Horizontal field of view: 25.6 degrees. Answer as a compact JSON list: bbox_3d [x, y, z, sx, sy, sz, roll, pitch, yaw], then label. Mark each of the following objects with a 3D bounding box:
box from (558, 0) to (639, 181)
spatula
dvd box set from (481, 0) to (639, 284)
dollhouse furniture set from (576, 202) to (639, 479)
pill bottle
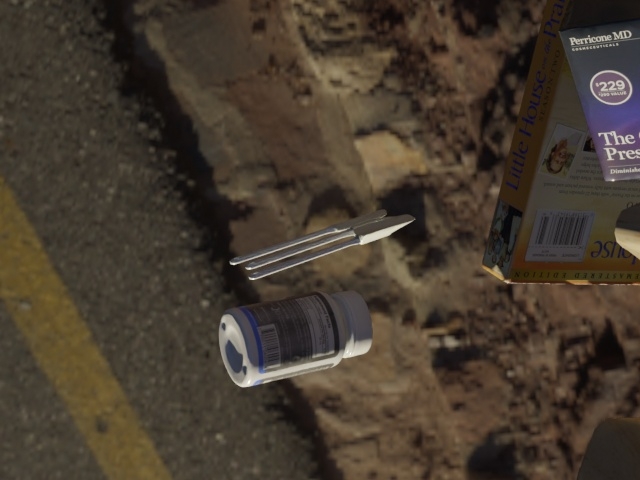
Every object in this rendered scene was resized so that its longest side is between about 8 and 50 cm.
[{"bbox_3d":[0.375,-0.162,1.300,0.261,0.103,0.184,-5,127,28],"label":"box"},{"bbox_3d":[0.000,0.000,1.951,0.242,0.168,0.019,-18,104,-12],"label":"spatula"},{"bbox_3d":[0.369,-0.151,1.646,0.307,0.062,0.420,1,110,-31],"label":"dvd box set"},{"bbox_3d":[0.301,0.179,0.667,0.256,0.362,0.394,11,166,46],"label":"dollhouse furniture set"},{"bbox_3d":[-0.023,0.092,1.378,0.137,0.078,0.078,-10,135,-26],"label":"pill bottle"}]
